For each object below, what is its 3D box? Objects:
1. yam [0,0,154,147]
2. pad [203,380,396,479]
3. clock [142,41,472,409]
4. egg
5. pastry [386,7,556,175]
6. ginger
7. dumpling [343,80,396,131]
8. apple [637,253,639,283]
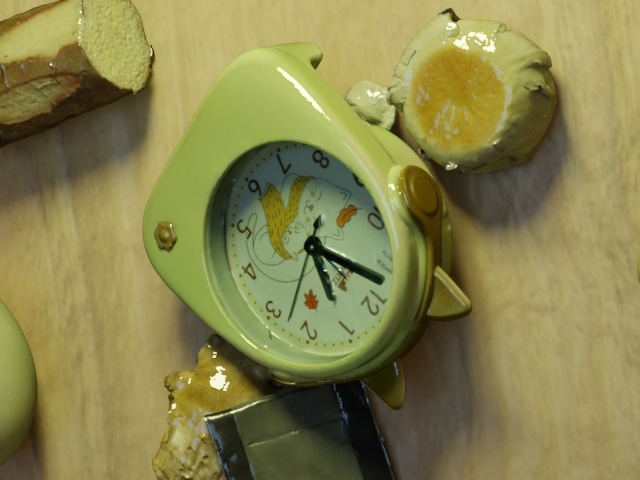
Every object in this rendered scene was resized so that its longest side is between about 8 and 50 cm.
[{"bbox_3d":[-0.311,-0.185,1.963,0.238,0.129,0.128,-19,119,25],"label":"yam"},{"bbox_3d":[-0.004,0.259,1.833,0.174,0.022,0.233,-20,85,-12],"label":"pad"},{"bbox_3d":[0.000,0.000,1.803,0.348,0.117,0.286,44,121,18],"label":"clock"},{"bbox_3d":[-0.412,0.139,1.981,0.188,0.188,0.253,-24,76,23],"label":"egg"},{"bbox_3d":[0.150,-0.141,1.768,0.166,0.088,0.166,0,91,24],"label":"pastry"},{"bbox_3d":[-0.099,0.206,1.887,0.157,0.102,0.216,15,92,-6],"label":"ginger"},{"bbox_3d":[0.048,-0.131,1.833,0.076,0.052,0.057,9,81,23],"label":"dumpling"},{"bbox_3d":[0.374,0.050,1.620,0.200,0.200,0.200,1,92,25],"label":"apple"}]
